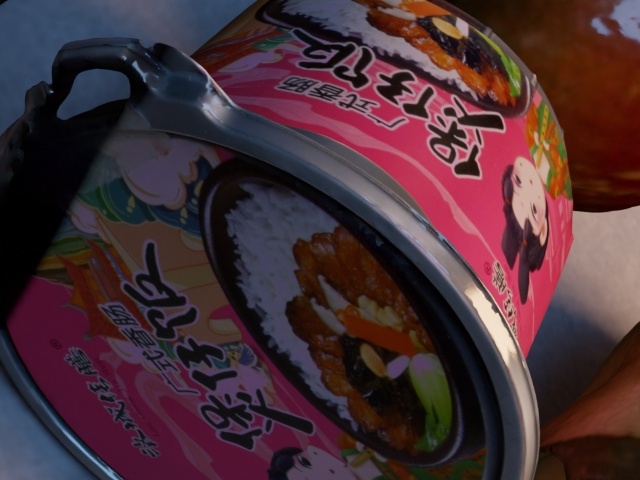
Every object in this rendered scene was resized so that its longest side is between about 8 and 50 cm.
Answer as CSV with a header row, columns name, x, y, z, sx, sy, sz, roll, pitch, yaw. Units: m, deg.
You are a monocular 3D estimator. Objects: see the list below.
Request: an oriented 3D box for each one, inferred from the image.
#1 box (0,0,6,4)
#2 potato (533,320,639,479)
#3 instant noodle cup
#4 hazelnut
name,x,y,z,sx,sy,sz,roll,pitch,yaw
box,-0.173,-0.169,0.651,0.143,0.273,0.184,-37,102,-32
potato,0.221,0.130,0.894,0.285,0.242,0.242,52,58,-29
instant noodle cup,0.000,0.000,0.770,0.181,0.258,0.302,-55,145,-43
hazelnut,0.125,-0.119,0.895,0.218,0.218,0.234,43,31,-19
